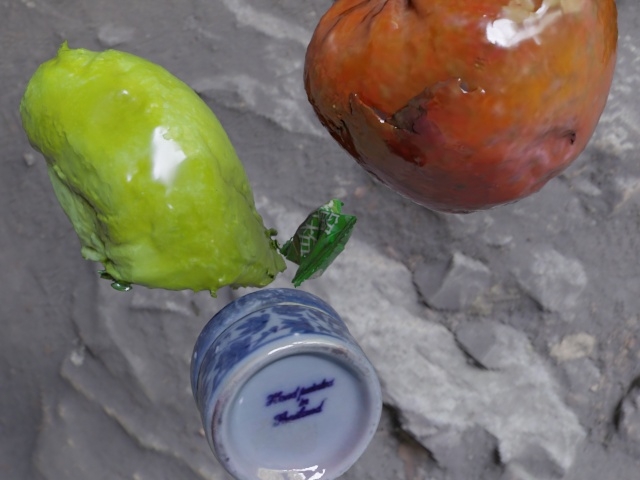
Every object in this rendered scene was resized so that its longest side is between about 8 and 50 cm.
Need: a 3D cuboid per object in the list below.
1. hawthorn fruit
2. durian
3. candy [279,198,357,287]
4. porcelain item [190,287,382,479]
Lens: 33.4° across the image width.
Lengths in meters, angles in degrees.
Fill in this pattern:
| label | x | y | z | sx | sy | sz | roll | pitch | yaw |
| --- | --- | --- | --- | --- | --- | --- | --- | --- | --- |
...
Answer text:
| label | x | y | z | sx | sy | sz | roll | pitch | yaw |
| --- | --- | --- | --- | --- | --- | --- | --- | --- | --- |
| hawthorn fruit | 0.137 | -0.138 | 0.951 | 0.276 | 0.276 | 0.307 | 2 | 147 | 31 |
| durian | -0.211 | -0.073 | 1.236 | 0.256 | 0.204 | 0.339 | -8 | 113 | 32 |
| candy | 0.004 | 0.001 | 1.726 | 0.078 | 0.203 | 0.141 | 28 | 99 | -12 |
| porcelain item | -0.032 | 0.122 | 0.890 | 0.114 | 0.147 | 0.147 | -127 | 30 | -62 |
